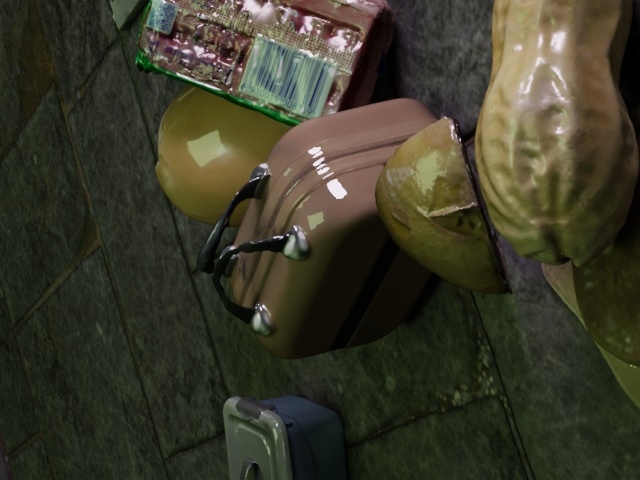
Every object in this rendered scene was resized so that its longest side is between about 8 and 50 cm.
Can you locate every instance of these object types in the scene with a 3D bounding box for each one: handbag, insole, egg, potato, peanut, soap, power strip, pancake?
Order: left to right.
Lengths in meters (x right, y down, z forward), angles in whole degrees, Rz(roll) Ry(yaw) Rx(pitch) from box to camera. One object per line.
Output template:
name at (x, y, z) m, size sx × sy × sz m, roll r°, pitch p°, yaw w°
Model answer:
power strip at (-0.299, -0.381, 1.949) m, size 0.136 × 0.019 × 0.051 m, roll -36°, pitch 67°, yaw 57°
egg at (-0.092, -0.118, 1.527) m, size 0.244 × 0.201 × 0.201 m, roll -4°, pitch 96°, yaw 45°
soap at (-0.065, -0.221, 1.379) m, size 0.273 × 0.098 × 0.218 m, roll 22°, pitch 93°, yaw 12°
handbag at (0.000, 0.000, 1.328) m, size 0.149 × 0.283 × 0.302 m, roll 62°, pitch 146°, yaw 28°
potato at (0.115, 0.001, 1.167) m, size 0.261 × 0.100 × 0.120 m, roll 57°, pitch -160°, yaw -61°
peanut at (0.204, -0.137, 1.059) m, size 0.149 × 0.149 × 0.313 m, roll -7°, pitch 74°, yaw 59°
insole at (0.282, 0.090, 1.158) m, size 0.248 × 0.011 × 0.081 m, roll 56°, pitch 143°, yaw 34°
pancake at (0.282, -0.010, 1.077) m, size 0.242 × 0.050 × 0.242 m, roll 0°, pitch 89°, yaw 60°

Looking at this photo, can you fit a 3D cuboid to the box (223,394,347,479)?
box at (-0.049, 0.321, 1.666) m, size 0.162 × 0.130 × 0.227 m, roll 10°, pitch 108°, yaw 58°
